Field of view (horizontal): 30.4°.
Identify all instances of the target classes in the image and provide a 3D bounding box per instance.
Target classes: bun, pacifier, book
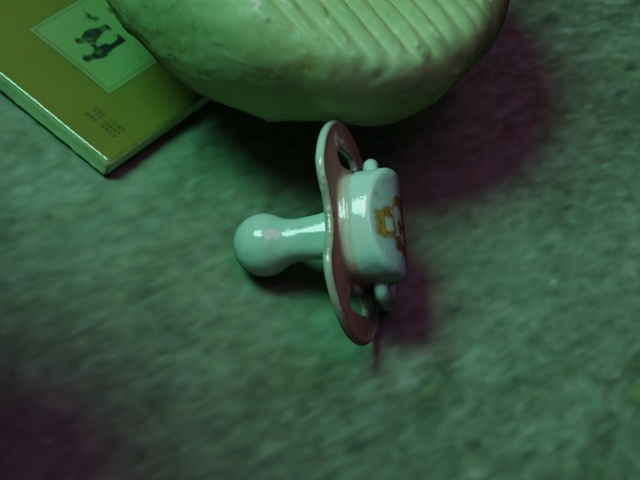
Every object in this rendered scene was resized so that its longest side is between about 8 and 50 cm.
[{"bbox_3d":[-0.016,-0.141,0.572,0.222,0.127,0.222,13,66,-30],"label":"bun"},{"bbox_3d":[0.000,0.000,0.522,0.078,0.081,0.099,-9,74,15],"label":"pacifier"},{"bbox_3d":[-0.093,-0.113,0.603,0.118,0.012,0.172,38,51,12],"label":"book"}]
